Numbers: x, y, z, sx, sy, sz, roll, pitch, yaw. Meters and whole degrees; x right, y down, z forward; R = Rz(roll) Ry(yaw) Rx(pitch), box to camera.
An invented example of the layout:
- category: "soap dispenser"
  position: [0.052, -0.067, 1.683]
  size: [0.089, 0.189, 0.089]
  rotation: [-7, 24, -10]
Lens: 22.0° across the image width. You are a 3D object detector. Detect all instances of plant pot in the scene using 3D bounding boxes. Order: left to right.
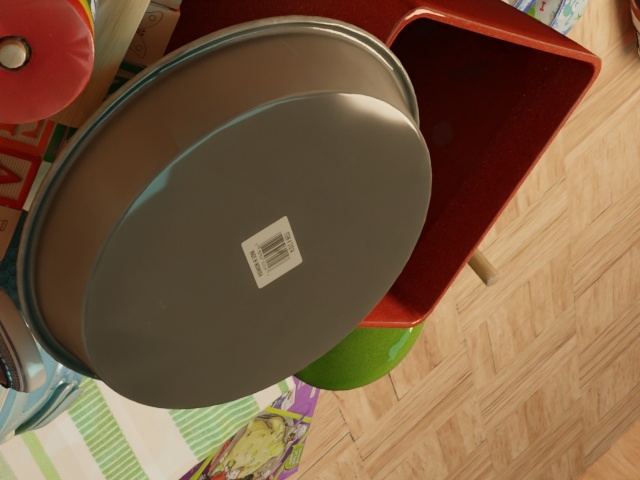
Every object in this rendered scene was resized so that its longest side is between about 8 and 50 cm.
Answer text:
- category: "plant pot"
  position: [-0.001, -0.110, 1.244]
  size: [0.267, 0.236, 0.267]
  rotation: [4, 125, -53]

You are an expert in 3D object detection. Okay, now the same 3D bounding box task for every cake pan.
- category: "cake pan"
  position: [-0.047, -0.005, 1.044]
  size: [0.293, 0.054, 0.293]
  rotation: [-24, 140, -22]

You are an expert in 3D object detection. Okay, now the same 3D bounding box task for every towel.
- category: "towel"
  position: [-0.180, 0.149, 1.478]
  size: [0.325, 0.038, 0.248]
  rotation: [-40, 131, -20]

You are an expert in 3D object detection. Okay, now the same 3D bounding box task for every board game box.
- category: "board game box"
  position: [-0.084, 0.188, 1.791]
  size: [0.208, 0.056, 0.347]
  rotation: [-24, 147, -31]

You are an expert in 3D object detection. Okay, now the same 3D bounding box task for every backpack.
- category: "backpack"
  position: [0.178, -0.229, 1.503]
  size: [0.084, 0.114, 0.105]
  rotation: [-2, 131, -56]

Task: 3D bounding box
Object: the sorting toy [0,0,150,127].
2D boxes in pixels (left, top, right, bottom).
- category: "sorting toy"
  position: [-0.191, -0.189, 0.855]
  size: [0.255, 0.089, 0.257]
  rotation: [19, 119, -20]

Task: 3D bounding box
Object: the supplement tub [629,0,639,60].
- category: "supplement tub"
  position: [0.405, -0.239, 1.852]
  size: [0.106, 0.106, 0.198]
  rotation: [-44, 155, -5]

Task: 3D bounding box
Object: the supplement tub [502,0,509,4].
- category: "supplement tub"
  position: [0.091, -0.138, 1.466]
  size: [0.144, 0.144, 0.200]
  rotation: [-34, 152, -24]

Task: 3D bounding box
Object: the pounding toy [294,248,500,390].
- category: "pounding toy"
  position: [0.023, 0.028, 1.565]
  size: [0.237, 0.183, 0.110]
  rotation: [-39, 146, 15]

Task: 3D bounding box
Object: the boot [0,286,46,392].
- category: "boot"
  position: [-0.271, 0.050, 1.131]
  size: [0.086, 0.190, 0.069]
  rotation: [-28, 145, -28]

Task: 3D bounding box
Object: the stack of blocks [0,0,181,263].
- category: "stack of blocks"
  position: [-0.207, -0.102, 1.028]
  size: [0.171, 0.087, 0.297]
  rotation: [16, 123, -20]

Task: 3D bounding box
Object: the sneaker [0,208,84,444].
- category: "sneaker"
  position: [-0.274, 0.146, 1.258]
  size: [0.319, 0.127, 0.208]
  rotation: [-61, 166, -14]
